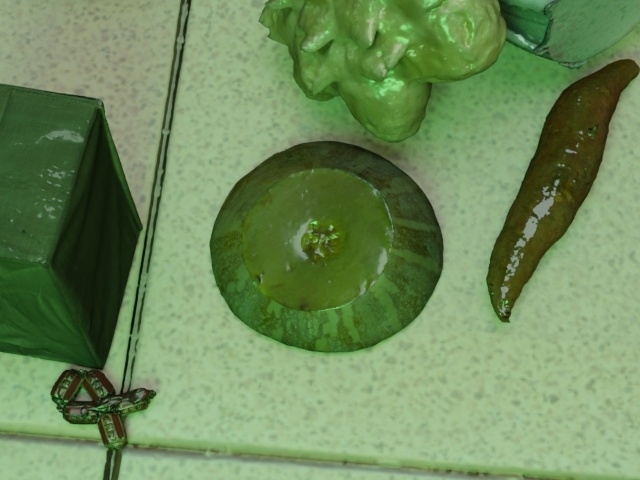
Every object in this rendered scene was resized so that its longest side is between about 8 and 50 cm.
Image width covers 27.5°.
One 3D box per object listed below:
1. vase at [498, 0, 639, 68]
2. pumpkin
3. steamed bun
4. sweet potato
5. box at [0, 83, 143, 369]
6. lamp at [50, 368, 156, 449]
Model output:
[{"bbox_3d":[0.160,-0.384,1.281,0.250,0.250,0.445,-30,64,-14],"label":"vase"},{"bbox_3d":[0.006,-0.010,1.166,0.217,0.110,0.217,0,70,-1],"label":"pumpkin"},{"bbox_3d":[0.038,-0.235,1.168,0.137,0.292,0.295,-6,13,-43],"label":"steamed bun"},{"bbox_3d":[0.223,-0.061,1.206,0.066,0.072,0.314,29,64,-3],"label":"sweet potato"},{"bbox_3d":[-0.253,-0.011,1.089,0.155,0.231,0.149,10,65,5],"label":"box"},{"bbox_3d":[-0.193,0.138,1.131,0.083,0.031,0.063,26,66,17],"label":"lamp"}]
